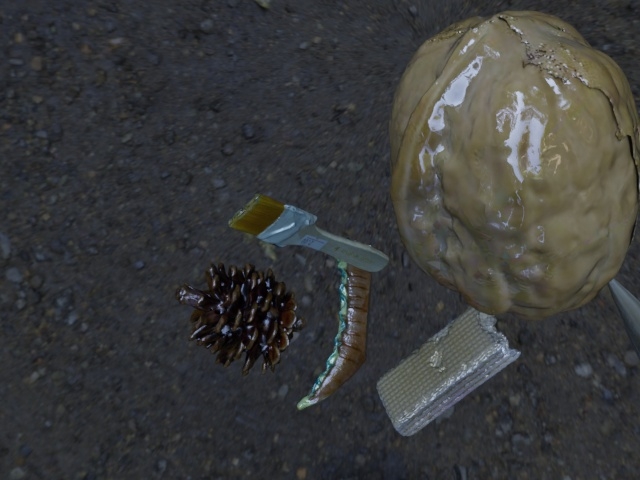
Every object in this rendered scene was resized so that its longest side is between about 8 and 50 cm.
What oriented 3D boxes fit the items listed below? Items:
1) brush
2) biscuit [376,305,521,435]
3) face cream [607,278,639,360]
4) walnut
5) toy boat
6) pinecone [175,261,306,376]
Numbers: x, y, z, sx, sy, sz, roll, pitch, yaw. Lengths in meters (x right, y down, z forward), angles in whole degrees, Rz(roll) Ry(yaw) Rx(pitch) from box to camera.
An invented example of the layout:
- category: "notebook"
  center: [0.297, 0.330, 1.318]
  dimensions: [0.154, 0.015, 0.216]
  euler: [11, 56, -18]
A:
- category: "brush"
  center: [0.000, 0.000, 1.353]
  dimensions: [0.085, 0.336, 0.020]
  euler: [-40, 53, 26]
- category: "biscuit"
  center: [0.196, 0.201, 1.396]
  dimensions: [0.239, 0.108, 0.062]
  euler: [-40, 133, 15]
- category: "face cream"
  center: [0.523, 0.173, 1.349]
  dimensions: [0.084, 0.341, 0.137]
  euler: [-29, 118, 6]
- category: "walnut"
  center: [0.143, -0.056, 0.665]
  dimensions: [0.198, 0.198, 0.245]
  euler: [-7, 125, 9]
- category: "toy boat"
  center: [0.039, 0.166, 1.556]
  dimensions: [0.099, 0.108, 0.293]
  euler: [9, 66, 11]
- category: "pinecone"
  center: [-0.137, 0.125, 1.478]
  dimensions: [0.212, 0.168, 0.186]
  euler: [25, 118, 9]
